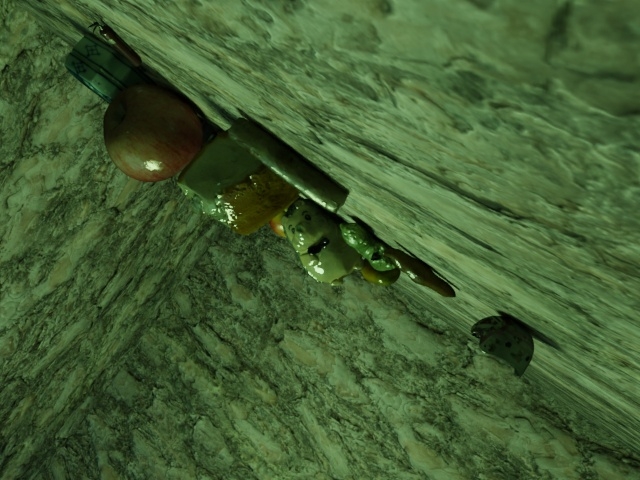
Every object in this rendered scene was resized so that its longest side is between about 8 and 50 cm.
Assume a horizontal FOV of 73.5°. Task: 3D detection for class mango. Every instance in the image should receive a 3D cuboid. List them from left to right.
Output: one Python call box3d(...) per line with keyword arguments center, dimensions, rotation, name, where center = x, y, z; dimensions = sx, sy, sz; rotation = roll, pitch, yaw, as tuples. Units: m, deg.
box3d(center=(0.225, 0.110, 1.574), dimensions=(0.227, 0.136, 0.099), rotation=(-124, 18, -76), name="mango")

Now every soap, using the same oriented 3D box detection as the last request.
box3d(center=(-0.496, -0.363, 1.595), dimensions=(0.122, 0.203, 0.065), rotation=(32, 176, 41), name="soap")

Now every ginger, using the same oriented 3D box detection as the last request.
box3d(center=(0.158, 0.020, 1.387), dimensions=(0.290, 0.089, 0.137), rotation=(43, -168, -38), name="ginger")

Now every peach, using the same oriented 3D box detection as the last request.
box3d(center=(-0.131, -0.104, 1.834), dimensions=(0.190, 0.190, 0.192), rotation=(36, 178, -9), name="peach")

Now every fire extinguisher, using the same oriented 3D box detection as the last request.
box3d(center=(-0.539, -0.526, 1.130), dimensions=(0.173, 0.035, 0.049), rotation=(43, -149, -73), name="fire extinguisher")

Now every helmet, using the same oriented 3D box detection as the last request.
box3d(center=(0.486, 0.255, 1.121), dimensions=(0.153, 0.107, 0.177), rotation=(33, -163, -8), name="helmet")

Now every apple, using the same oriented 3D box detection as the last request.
box3d(center=(-0.556, -0.354, 1.393), dimensions=(0.344, 0.345, 0.269), rotation=(34, 167, 42), name="apple")

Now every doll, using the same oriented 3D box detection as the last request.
box3d(center=(0.000, 0.000, 1.598), dimensions=(0.350, 0.247, 0.247), rotation=(52, 175, -8), name="doll")

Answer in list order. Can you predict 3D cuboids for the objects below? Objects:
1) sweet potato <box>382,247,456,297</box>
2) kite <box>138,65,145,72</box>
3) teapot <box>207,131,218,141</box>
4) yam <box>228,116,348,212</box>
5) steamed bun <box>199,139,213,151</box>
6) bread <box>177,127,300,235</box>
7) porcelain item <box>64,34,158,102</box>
box3d(center=(0.294, 0.099, 1.242), dimensions=(0.273, 0.067, 0.067), rotation=(34, 178, -10), name="sweet potato")
box3d(center=(-0.585, -0.560, 1.362), dimensions=(0.122, 0.004, 0.090), rotation=(34, 177, 26), name="kite")
box3d(center=(-0.443, -0.378, 1.690), dimensions=(0.149, 0.108, 0.111), rotation=(35, 179, 31), name="teapot")
box3d(center=(-0.073, -0.173, 1.000), dimensions=(0.317, 0.071, 0.067), rotation=(35, -146, -5), name="yam")
box3d(center=(-0.353, -0.284, 1.525), dimensions=(0.231, 0.145, 0.232), rotation=(12, -154, -6), name="steamed bun")
box3d(center=(-0.228, -0.159, 1.191), dimensions=(0.225, 0.279, 0.250), rotation=(50, -177, 26), name="bread")
box3d(center=(-0.727, -0.564, 1.533), dimensions=(0.285, 0.157, 0.281), rotation=(35, 179, 22), name="porcelain item")
